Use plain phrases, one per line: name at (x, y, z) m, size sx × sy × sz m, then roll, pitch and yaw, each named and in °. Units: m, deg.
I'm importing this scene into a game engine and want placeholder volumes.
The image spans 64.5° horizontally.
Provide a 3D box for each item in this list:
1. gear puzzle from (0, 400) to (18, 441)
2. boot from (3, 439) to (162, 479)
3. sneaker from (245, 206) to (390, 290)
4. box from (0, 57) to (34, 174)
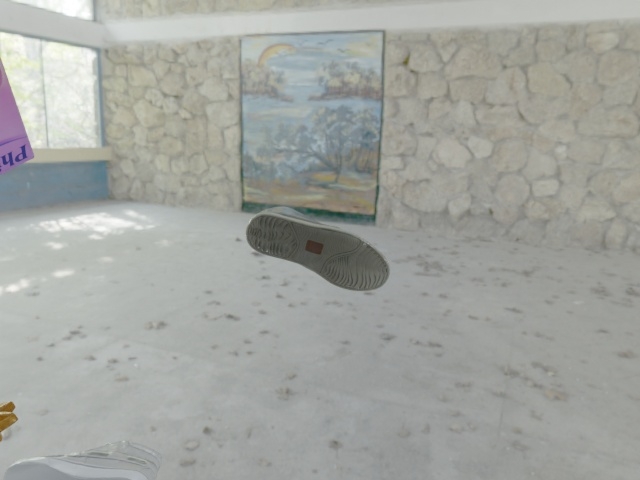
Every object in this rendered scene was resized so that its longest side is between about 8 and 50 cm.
gear puzzle at (-0.431, 0.213, 0.409) m, size 0.338 × 0.044 × 0.175 m, roll -20°, pitch 23°, yaw -18°
boot at (-0.434, 0.433, 0.951) m, size 0.258 × 0.095 × 0.123 m, roll 9°, pitch 7°, yaw -2°
sneaker at (0.000, 0.000, 0.779) m, size 0.221 × 0.083 × 0.118 m, roll 23°, pitch 14°, yaw -6°
box at (-0.407, -0.141, 0.435) m, size 0.117 × 0.243 × 0.213 m, roll 30°, pitch 49°, yaw 16°
